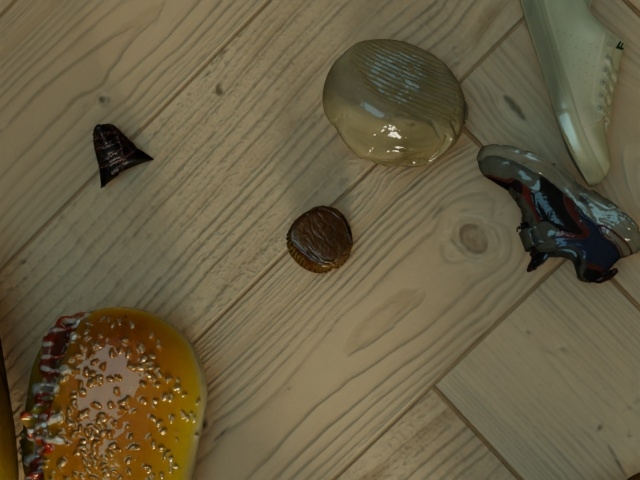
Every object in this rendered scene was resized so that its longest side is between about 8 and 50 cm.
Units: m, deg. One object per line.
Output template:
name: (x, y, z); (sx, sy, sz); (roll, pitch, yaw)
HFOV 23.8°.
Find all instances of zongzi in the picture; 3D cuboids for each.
zongzi: (-0.270, -0.105, 1.955); (0.083, 0.067, 0.073); (42, 89, -7)

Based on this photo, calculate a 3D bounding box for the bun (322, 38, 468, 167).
bun: (0.087, -0.157, 1.853); (0.173, 0.166, 0.113); (45, 139, 17)

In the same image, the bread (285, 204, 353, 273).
bread: (0.000, 0.000, 1.896); (0.085, 0.053, 0.085); (1, 77, -6)

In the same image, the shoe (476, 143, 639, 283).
shoe: (0.271, -0.021, 1.819); (0.227, 0.099, 0.126); (33, 91, 7)

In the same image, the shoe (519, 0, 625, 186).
shoe: (0.320, -0.202, 1.816); (0.110, 0.095, 0.265); (-19, 78, 7)

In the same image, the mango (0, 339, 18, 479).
mango: (-0.491, 0.193, 1.865); (0.220, 0.301, 0.445); (-15, 92, -7)

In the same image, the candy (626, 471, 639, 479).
candy: (0.463, 0.375, 1.758); (0.143, 0.101, 0.271); (-22, 83, -28)

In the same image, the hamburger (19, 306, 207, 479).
hamburger: (-0.258, 0.229, 1.891); (0.227, 0.151, 0.295); (8, 87, 9)
